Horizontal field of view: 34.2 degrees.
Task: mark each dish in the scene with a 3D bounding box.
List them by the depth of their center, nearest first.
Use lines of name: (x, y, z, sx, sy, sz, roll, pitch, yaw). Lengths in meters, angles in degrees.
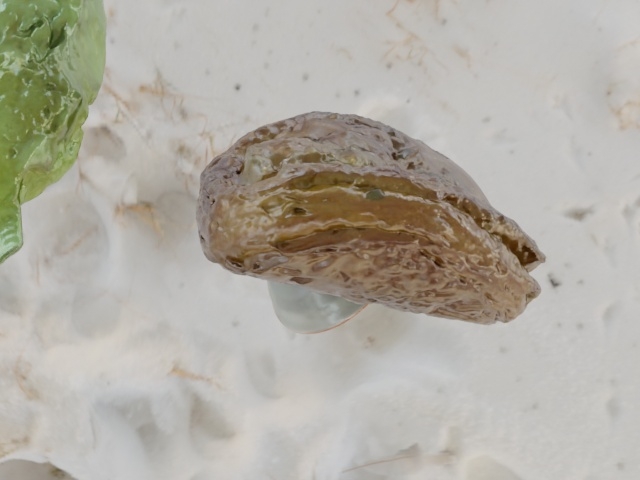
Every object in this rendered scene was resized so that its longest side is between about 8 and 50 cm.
dish: (0.000, 0.000, 1.489, 0.085, 0.260, 0.260, 37, 70, -34)

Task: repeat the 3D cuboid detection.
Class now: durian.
durian: (-0.175, -0.099, 0.541, 0.101, 0.139, 0.250, 20, 67, -32)

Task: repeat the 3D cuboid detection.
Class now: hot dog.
hot dog: (0.066, -0.023, 1.105, 0.388, 0.267, 0.174, 12, 112, -21)
